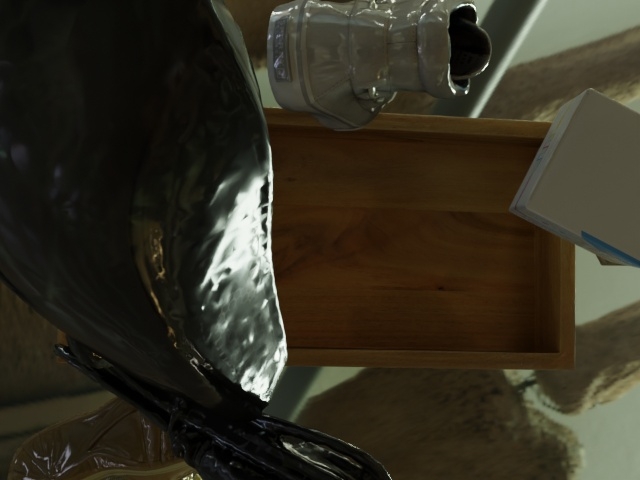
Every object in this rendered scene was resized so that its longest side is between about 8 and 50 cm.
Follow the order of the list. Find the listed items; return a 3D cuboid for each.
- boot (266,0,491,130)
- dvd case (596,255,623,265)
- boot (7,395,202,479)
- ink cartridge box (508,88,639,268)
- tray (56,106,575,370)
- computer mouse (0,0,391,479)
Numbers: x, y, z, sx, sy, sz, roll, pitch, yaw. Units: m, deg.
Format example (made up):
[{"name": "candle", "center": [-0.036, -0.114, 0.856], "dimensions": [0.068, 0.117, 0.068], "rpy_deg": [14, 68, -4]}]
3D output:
[{"name": "boot", "center": [0.056, -0.121, 0.850], "dimensions": [0.123, 0.258, 0.095], "rpy_deg": [0, -82, 14]}, {"name": "dvd case", "center": [0.335, -0.032, 0.919], "dimensions": [0.164, 0.221, 0.018], "rpy_deg": [-40, -70, -28]}, {"name": "boot", "center": [-0.136, 0.228, 1.181], "dimensions": [0.203, 0.262, 0.095], "rpy_deg": [45, -150, -42]}, {"name": "ink cartridge box", "center": [0.196, -0.040, 0.865], "dimensions": [0.092, 0.143, 0.090], "rpy_deg": [28, -88, 3]}, {"name": "tray", "center": [0.000, 0.000, 1.000], "dimensions": [0.411, 0.076, 0.202], "rpy_deg": [2, -94, -11]}, {"name": "computer mouse", "center": [-0.066, 0.008, 0.397], "dimensions": [0.188, 0.272, 0.072], "rpy_deg": [31, -121, 32]}]
